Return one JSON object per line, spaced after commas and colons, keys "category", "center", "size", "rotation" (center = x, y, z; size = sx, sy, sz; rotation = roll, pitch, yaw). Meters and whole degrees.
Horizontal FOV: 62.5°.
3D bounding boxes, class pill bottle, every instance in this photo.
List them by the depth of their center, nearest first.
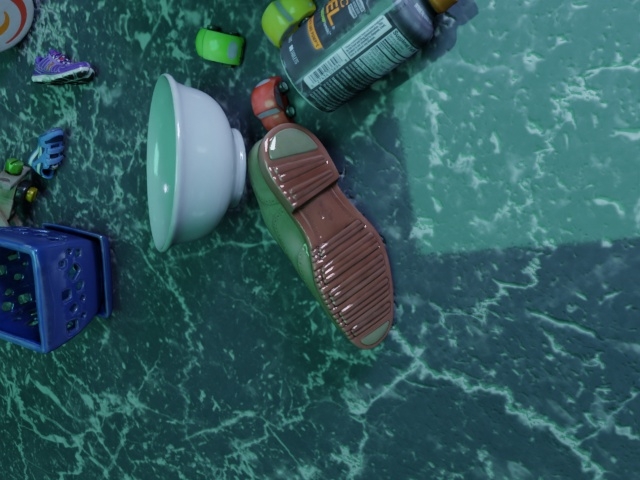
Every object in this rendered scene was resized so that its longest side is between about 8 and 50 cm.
{"category": "pill bottle", "center": [0.070, -0.301, 0.752], "size": [0.246, 0.130, 0.130], "rotation": [-30, 89, 30]}

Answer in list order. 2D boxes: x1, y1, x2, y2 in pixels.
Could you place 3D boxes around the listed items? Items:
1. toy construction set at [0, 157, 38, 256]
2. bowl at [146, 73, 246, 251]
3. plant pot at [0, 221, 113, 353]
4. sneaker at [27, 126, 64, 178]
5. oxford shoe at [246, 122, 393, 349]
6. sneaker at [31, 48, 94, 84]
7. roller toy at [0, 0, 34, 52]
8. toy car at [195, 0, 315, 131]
{"category": "toy construction set", "center": [-0.802, -0.097, 1.186], "size": [0.257, 0.309, 0.237], "rotation": [37, 113, 5]}
{"category": "bowl", "center": [-0.213, -0.127, 0.913], "size": [0.298, 0.134, 0.297], "rotation": [180, 90, -64]}
{"category": "plant pot", "center": [-0.600, 0.083, 1.164], "size": [0.236, 0.212, 0.235], "rotation": [11, 108, 25]}
{"category": "sneaker", "center": [-0.605, -0.196, 1.184], "size": [0.059, 0.053, 0.144], "rotation": [53, 129, 7]}
{"category": "oxford shoe", "center": [0.000, 0.000, 0.897], "size": [0.147, 0.141, 0.396], "rotation": [-10, 106, 61]}
{"category": "sneaker", "center": [-0.544, -0.363, 1.098], "size": [0.170, 0.068, 0.071], "rotation": [8, 102, 27]}
{"category": "roller toy", "center": [-0.712, -0.491, 1.076], "size": [0.146, 0.191, 0.209], "rotation": [45, 117, 10]}
{"category": "toy car", "center": [-0.131, -0.316, 0.897], "size": [0.225, 0.053, 0.238], "rotation": [21, 113, 21]}
